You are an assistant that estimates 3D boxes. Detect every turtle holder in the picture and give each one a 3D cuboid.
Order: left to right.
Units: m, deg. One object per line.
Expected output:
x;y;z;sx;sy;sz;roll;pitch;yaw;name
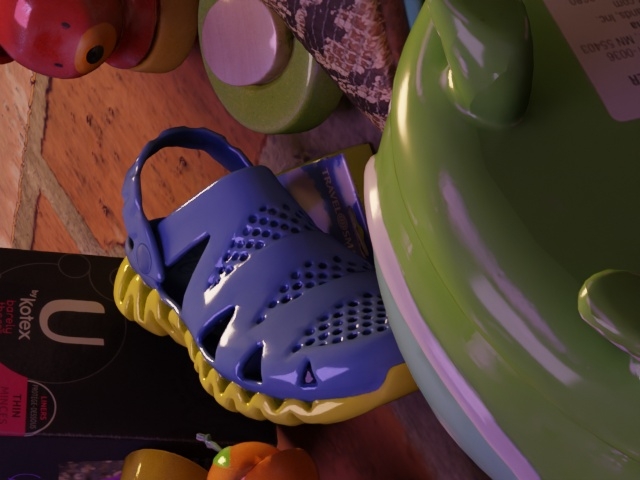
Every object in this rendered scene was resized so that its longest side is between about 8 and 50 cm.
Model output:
0.159;0.024;0.525;0.320;0.243;0.227;38;149;14;turtle holder

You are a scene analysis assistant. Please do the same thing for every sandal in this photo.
-0.044;0.015;0.849;0.317;0.126;0.138;23;123;48;sandal

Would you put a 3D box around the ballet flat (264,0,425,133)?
-0.012;-0.277;0.644;0.182;0.164;0.482;4;115;15;ballet flat

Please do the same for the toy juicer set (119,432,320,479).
0.031;0.222;0.927;0.329;0.089;0.209;36;139;-20;toy juicer set

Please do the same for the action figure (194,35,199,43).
-0.090;-0.198;0.960;0.038;0.030;0.115;43;136;28;action figure

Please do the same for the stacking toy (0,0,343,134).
-0.107;-0.209;0.846;0.279;0.130;0.308;39;131;38;stacking toy

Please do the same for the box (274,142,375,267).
0.000;0.000;0.923;0.178;0.042;0.109;-16;95;58;box

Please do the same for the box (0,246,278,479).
-0.182;0.113;1.018;0.143;0.270;0.165;114;155;-49;box
